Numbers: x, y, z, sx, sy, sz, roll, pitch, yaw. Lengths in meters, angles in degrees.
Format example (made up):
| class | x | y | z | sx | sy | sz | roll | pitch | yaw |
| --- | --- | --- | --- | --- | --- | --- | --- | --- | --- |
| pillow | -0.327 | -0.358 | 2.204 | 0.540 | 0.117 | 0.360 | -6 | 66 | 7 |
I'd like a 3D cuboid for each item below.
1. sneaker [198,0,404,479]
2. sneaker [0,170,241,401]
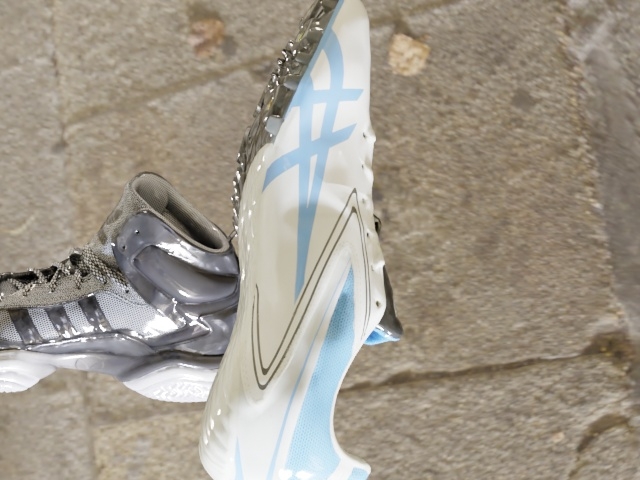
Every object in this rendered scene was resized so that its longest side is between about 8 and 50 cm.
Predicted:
| class | x | y | z | sx | sy | sz | roll | pitch | yaw |
| --- | --- | --- | --- | --- | --- | --- | --- | --- | --- |
| sneaker | 0.000 | 0.000 | 0.526 | 0.086 | 0.085 | 0.237 | 10 | 82 | -13 |
| sneaker | -0.172 | 0.024 | 0.796 | 0.101 | 0.268 | 0.153 | -111 | 32 | -63 |
